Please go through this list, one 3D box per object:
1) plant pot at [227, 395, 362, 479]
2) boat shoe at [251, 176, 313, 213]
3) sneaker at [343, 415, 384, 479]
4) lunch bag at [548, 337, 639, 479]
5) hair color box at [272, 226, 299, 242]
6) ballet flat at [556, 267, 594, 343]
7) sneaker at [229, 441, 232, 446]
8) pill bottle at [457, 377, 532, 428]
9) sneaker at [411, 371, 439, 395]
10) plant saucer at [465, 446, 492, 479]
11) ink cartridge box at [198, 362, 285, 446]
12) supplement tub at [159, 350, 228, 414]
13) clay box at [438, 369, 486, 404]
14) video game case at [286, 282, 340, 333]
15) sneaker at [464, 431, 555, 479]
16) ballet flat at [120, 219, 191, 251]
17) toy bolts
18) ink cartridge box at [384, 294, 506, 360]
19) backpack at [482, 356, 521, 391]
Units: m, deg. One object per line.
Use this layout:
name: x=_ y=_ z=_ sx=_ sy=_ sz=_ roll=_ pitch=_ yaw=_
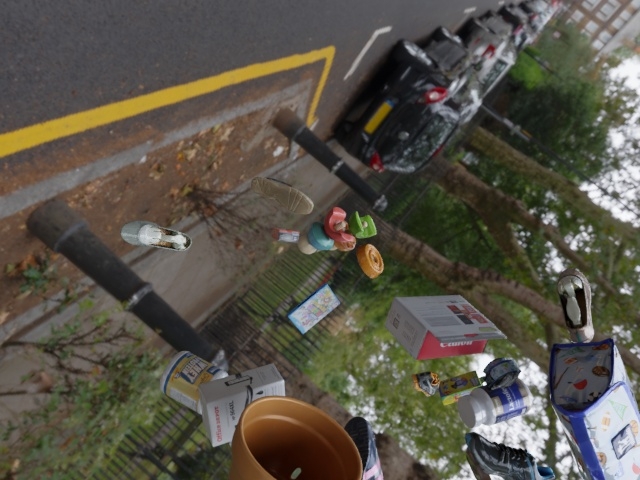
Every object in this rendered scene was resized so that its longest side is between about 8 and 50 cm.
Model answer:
plant pot: x=-0.082 y=0.518 z=1.182 sx=0.203 sy=0.291 sz=0.291 roll=-63 pitch=172 yaw=18
boat shoe: x=-0.156 y=-0.204 z=2.305 sx=0.092 sy=0.285 sz=0.102 roll=-60 pitch=172 yaw=-64
sneaker: x=0.124 y=0.640 z=1.429 sx=0.112 sy=0.131 sz=0.318 roll=-19 pitch=-120 yaw=38
lunch bag: x=0.832 y=0.530 z=1.607 sx=0.239 sy=0.327 sz=0.385 roll=-18 pitch=-169 yaw=34
hair color box: x=-0.156 y=-0.026 z=2.388 sx=0.167 sy=0.093 sz=0.053 roll=-157 pitch=-106 yaw=-75
ballet flat: x=0.875 y=0.202 z=1.845 sx=0.108 sy=0.106 sz=0.315 roll=-24 pitch=-140 yaw=30
sneaker: x=-0.207 y=0.638 z=1.637 sx=0.110 sy=0.292 sz=0.118 roll=12 pitch=132 yaw=-38
pill bottle: x=0.691 y=0.649 z=2.135 sx=0.265 sy=0.153 sz=0.153 roll=-12 pitch=162 yaw=-18
sneaker: x=0.432 y=0.557 z=2.099 sx=0.083 sy=0.084 sz=0.215 roll=-27 pitch=153 yaw=20
plant saucer: x=0.605 y=0.876 z=2.051 sx=0.036 sy=0.198 sz=0.198 roll=-21 pitch=174 yaw=-3
ink cartridge box: x=-0.199 y=0.423 z=1.379 sx=0.203 sy=0.086 sz=0.148 roll=-13 pitch=117 yaw=-22
supplement tub: x=-0.370 y=0.440 z=1.632 sx=0.144 sy=0.200 sz=0.144 roll=-59 pitch=165 yaw=-27
clay box: x=0.658 y=0.673 z=2.468 sx=0.222 sy=0.053 sz=0.127 roll=-22 pitch=-164 yaw=10
video game case: x=-0.021 y=0.229 z=1.794 sx=0.166 sy=0.015 sz=0.119 roll=-39 pitch=134 yaw=-6
sneaker: x=0.614 y=0.713 z=1.750 sx=0.139 sy=0.341 sz=0.125 roll=-47 pitch=-165 yaw=16
ballet flat: x=-0.448 y=-0.013 z=1.489 sx=0.213 sy=0.068 sz=0.072 roll=16 pitch=78 yaw=-53
toy bolts: x=0.049 y=0.021 z=1.520 sx=0.159 sy=0.218 sz=0.229 roll=-28 pitch=154 yaw=29
ink cartridge box: x=0.428 y=0.313 z=1.847 sx=0.272 sy=0.310 sz=0.130 roll=47 pitch=-52 yaw=52
backpack: x=0.622 y=0.452 z=1.842 sx=0.105 sy=0.084 sz=0.114 roll=-3 pitch=139 yaw=-25
